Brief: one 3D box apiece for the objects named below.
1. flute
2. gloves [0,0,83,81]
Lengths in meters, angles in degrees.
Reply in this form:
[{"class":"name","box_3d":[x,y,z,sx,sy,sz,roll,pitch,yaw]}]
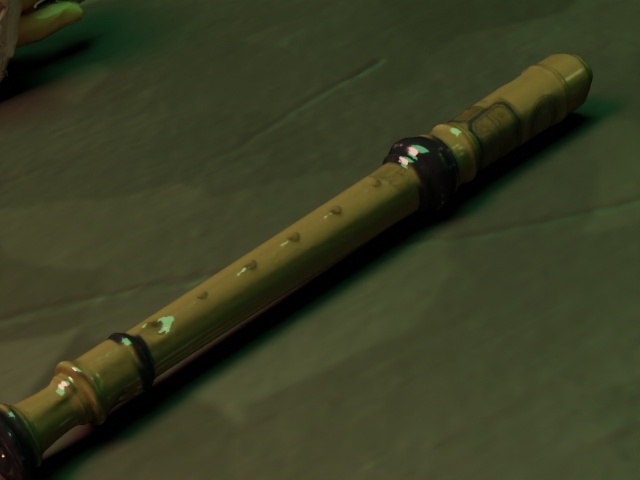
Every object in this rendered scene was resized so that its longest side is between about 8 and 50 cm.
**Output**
[{"class":"flute","box_3d":[0.000,0.000,0.491,0.233,0.027,0.027,-33,34,-31]},{"class":"gloves","box_3d":[-0.174,-0.109,0.670,0.144,0.110,0.094,6,39,9]}]
